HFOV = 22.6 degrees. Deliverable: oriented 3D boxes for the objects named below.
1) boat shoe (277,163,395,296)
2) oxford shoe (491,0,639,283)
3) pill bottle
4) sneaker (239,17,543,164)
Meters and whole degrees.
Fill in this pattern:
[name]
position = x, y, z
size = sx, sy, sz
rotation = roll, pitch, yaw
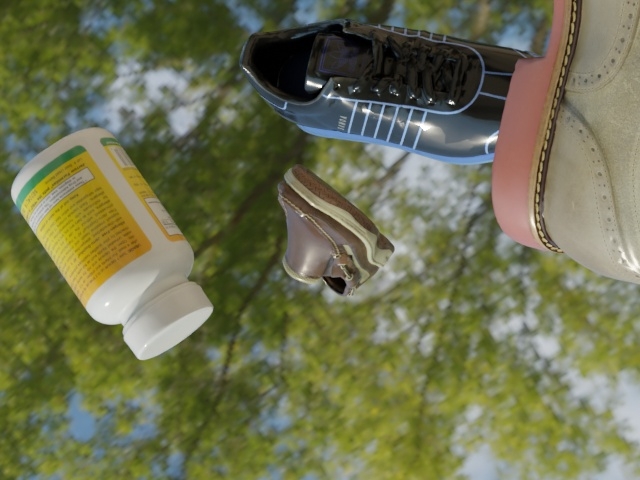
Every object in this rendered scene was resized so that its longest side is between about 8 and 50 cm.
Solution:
[boat shoe]
position = 0.006, 0.005, 1.642
size = 0.095, 0.095, 0.257
rotation = 40, 180, 26
[oxford shoe]
position = 0.191, -0.142, 0.818
size = 0.123, 0.348, 0.130
rotation = -14, -150, -40
[pill bottle]
position = -0.195, 0.005, 1.537
size = 0.117, 0.117, 0.208
rotation = -25, -106, -43
[sneaker]
position = 0.052, -0.105, 1.083
size = 0.090, 0.232, 0.081
rotation = 31, -112, -55
